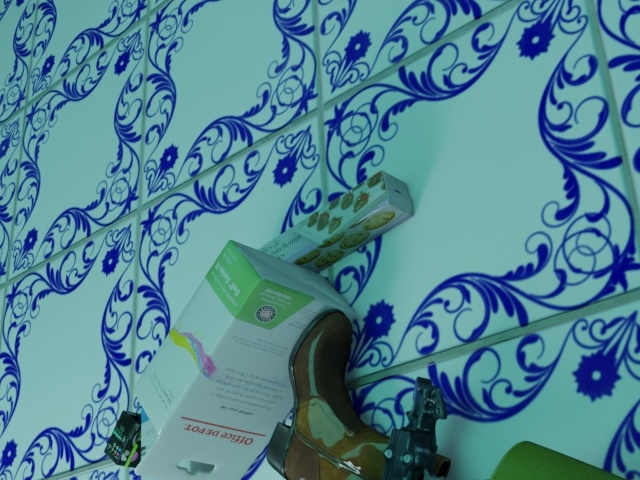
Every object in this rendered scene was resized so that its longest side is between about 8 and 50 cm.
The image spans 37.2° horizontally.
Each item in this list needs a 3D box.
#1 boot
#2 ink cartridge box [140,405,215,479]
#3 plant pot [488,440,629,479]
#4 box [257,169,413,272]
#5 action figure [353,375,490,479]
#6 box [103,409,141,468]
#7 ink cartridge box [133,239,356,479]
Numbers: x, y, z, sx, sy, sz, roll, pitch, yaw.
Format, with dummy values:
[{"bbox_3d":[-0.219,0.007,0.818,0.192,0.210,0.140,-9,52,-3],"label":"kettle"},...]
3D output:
[{"bbox_3d":[0.058,0.252,1.298,0.280,0.096,0.264,20,87,47],"label":"boot"},{"bbox_3d":[-0.224,0.337,1.546,0.140,0.082,0.190,-30,55,38],"label":"ink cartridge box"},{"bbox_3d":[0.310,0.360,0.903,0.294,0.275,0.274,8,78,30],"label":"plant pot"},{"bbox_3d":[0.000,0.000,1.489,0.324,0.067,0.063,-31,53,31],"label":"box"},{"bbox_3d":[0.078,0.316,1.112,0.330,0.179,0.341,-18,60,58],"label":"action figure"},{"bbox_3d":[-0.327,0.349,1.663,0.052,0.062,0.083,25,91,46],"label":"box"},{"bbox_3d":[-0.133,0.195,1.429,0.353,0.207,0.119,-56,42,12],"label":"ink cartridge box"}]
